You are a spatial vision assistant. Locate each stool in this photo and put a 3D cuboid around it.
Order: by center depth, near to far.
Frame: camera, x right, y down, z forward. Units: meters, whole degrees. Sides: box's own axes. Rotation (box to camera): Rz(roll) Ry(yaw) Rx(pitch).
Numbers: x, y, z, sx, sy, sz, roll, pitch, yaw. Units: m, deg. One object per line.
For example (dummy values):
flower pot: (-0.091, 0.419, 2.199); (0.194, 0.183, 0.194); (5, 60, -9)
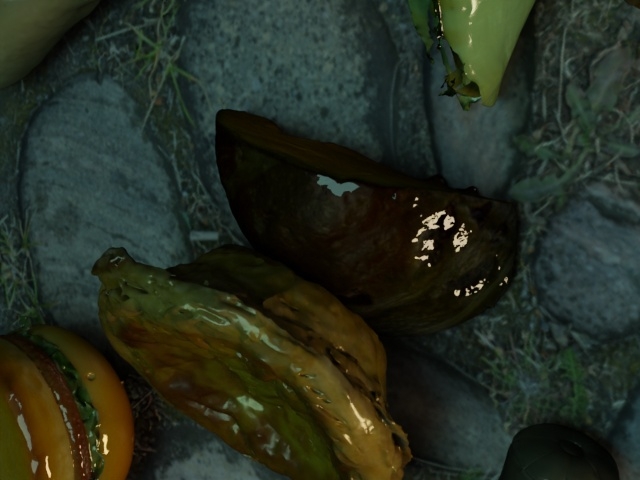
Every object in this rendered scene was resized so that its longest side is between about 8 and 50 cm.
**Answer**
stool: (0.195, 0.217, 1.094); (0.096, 0.096, 0.110); (30, 120, 25)

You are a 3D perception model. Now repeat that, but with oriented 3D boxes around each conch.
conch: (0.117, -0.225, 1.025); (0.137, 0.143, 0.251); (11, 102, -12)

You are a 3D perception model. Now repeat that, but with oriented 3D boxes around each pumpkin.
pumpkin: (0.000, 0.000, 1.150); (0.312, 0.148, 0.169); (23, 107, 32)

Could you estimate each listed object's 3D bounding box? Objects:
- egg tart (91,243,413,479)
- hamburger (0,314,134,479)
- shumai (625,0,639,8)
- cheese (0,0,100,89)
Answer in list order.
egg tart: (-0.047, 0.106, 1.156); (0.341, 0.341, 0.129); (27, 68, 26)
hamburger: (-0.299, 0.196, 1.361); (0.246, 0.170, 0.246); (13, 108, 43)
shumai: (0.271, -0.260, 0.941); (0.201, 0.120, 0.201); (5, 100, 30)
cheese: (-0.282, -0.283, 1.284); (0.351, 0.129, 0.328); (28, 110, 28)
